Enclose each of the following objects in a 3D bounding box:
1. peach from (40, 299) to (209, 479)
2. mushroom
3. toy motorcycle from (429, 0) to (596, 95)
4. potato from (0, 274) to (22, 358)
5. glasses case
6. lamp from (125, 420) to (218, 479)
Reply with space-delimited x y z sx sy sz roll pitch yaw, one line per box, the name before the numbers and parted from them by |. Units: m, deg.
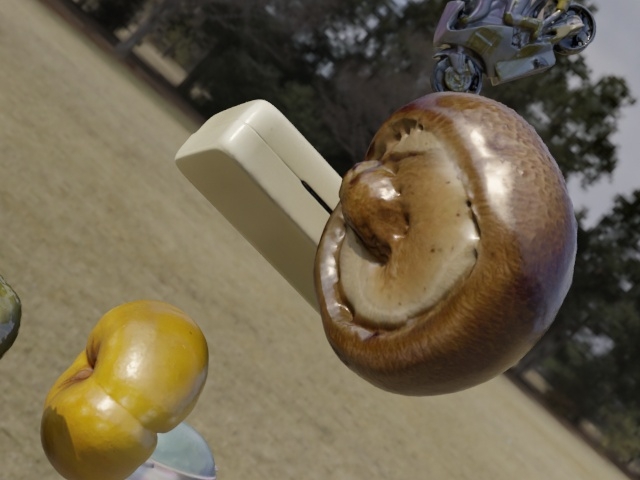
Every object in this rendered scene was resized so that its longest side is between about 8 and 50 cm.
peach | -0.175 0.135 0.992 0.103 0.179 0.179 37 3 -15
mushroom | 0.100 0.004 0.919 0.153 0.253 0.253 13 21 -39
toy motorcycle | 0.221 -0.269 1.384 0.073 0.225 0.152 154 -89 -85
potato | -0.350 0.073 0.769 0.351 0.218 0.202 -10 61 -55
glasses case | 0.000 0.000 1.102 0.313 0.070 0.131 46 -23 -18
lamp | -0.228 0.291 1.512 0.179 0.108 0.246 22 3 7
